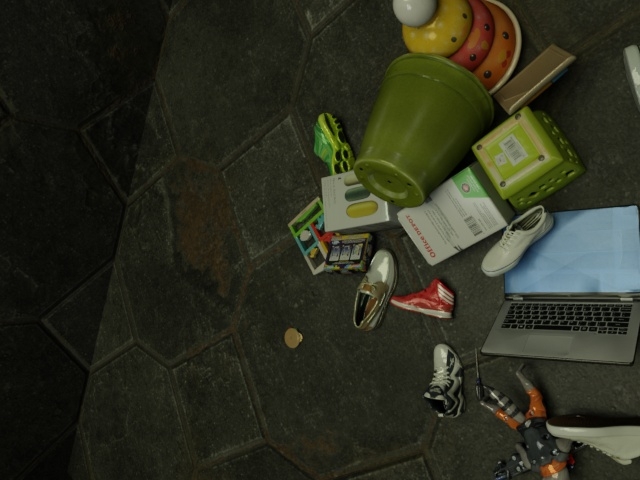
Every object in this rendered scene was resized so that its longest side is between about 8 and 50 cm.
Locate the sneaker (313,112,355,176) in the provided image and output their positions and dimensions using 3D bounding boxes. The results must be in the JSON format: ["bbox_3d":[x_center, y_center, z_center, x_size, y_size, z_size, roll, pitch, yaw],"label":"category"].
[{"bbox_3d":[0.048,-0.338,2.123,0.123,0.110,0.295,-32,69,58],"label":"sneaker"}]

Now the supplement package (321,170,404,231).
[{"bbox_3d":[0.169,-0.137,1.940,0.263,0.198,0.199,-9,82,37],"label":"supplement package"}]

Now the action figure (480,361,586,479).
[{"bbox_3d":[0.582,0.578,1.604,0.341,0.179,0.330,-47,51,22],"label":"action figure"}]

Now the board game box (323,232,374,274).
[{"bbox_3d":[0.103,0.050,2.008,0.170,0.048,0.141,-4,59,38],"label":"board game box"}]

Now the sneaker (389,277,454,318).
[{"bbox_3d":[0.350,0.184,1.871,0.221,0.087,0.128,12,86,25],"label":"sneaker"}]

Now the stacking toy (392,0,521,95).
[{"bbox_3d":[0.356,-0.617,1.643,0.351,0.480,0.350,-3,86,38],"label":"stacking toy"}]

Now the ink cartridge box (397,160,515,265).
[{"bbox_3d":[0.420,-0.083,1.742,0.289,0.121,0.211,-33,90,36],"label":"ink cartridge box"}]

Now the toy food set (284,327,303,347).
[{"bbox_3d":[-0.113,0.393,2.243,0.082,0.020,0.083,45,114,30],"label":"toy food set"}]

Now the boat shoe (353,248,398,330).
[{"bbox_3d":[0.193,0.176,1.965,0.113,0.103,0.302,14,96,37],"label":"boat shoe"}]

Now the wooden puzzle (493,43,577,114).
[{"bbox_3d":[0.618,-0.464,1.608,0.044,0.238,0.221,43,113,-13],"label":"wooden puzzle"}]

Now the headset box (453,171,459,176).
[{"bbox_3d":[0.447,-0.180,1.813,0.032,0.062,0.083,39,110,33],"label":"headset box"}]

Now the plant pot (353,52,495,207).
[{"bbox_3d":[0.280,-0.303,1.678,0.367,0.366,0.353,18,69,37],"label":"plant pot"}]

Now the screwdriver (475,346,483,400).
[{"bbox_3d":[0.504,0.425,1.770,0.024,0.025,0.169,-10,73,38],"label":"screwdriver"}]

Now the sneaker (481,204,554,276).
[{"bbox_3d":[0.565,-0.006,1.623,0.258,0.091,0.094,-45,41,2],"label":"sneaker"}]

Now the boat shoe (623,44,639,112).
[{"bbox_3d":[0.903,-0.369,1.453,0.119,0.121,0.335,-22,85,27],"label":"boat shoe"}]

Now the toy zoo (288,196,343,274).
[{"bbox_3d":[0.000,0.000,2.170,0.192,0.030,0.293,-42,64,28],"label":"toy zoo"}]

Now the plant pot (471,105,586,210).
[{"bbox_3d":[0.593,-0.243,1.614,0.227,0.207,0.228,-37,65,31],"label":"plant pot"}]

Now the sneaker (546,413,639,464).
[{"bbox_3d":[0.753,0.535,1.466,0.290,0.106,0.123,0,95,13],"label":"sneaker"}]

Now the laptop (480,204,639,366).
[{"bbox_3d":[0.659,0.114,1.533,0.382,0.408,0.236,-5,118,38],"label":"laptop"}]

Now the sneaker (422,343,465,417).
[{"bbox_3d":[0.386,0.453,1.770,0.094,0.153,0.234,-7,83,37],"label":"sneaker"}]
